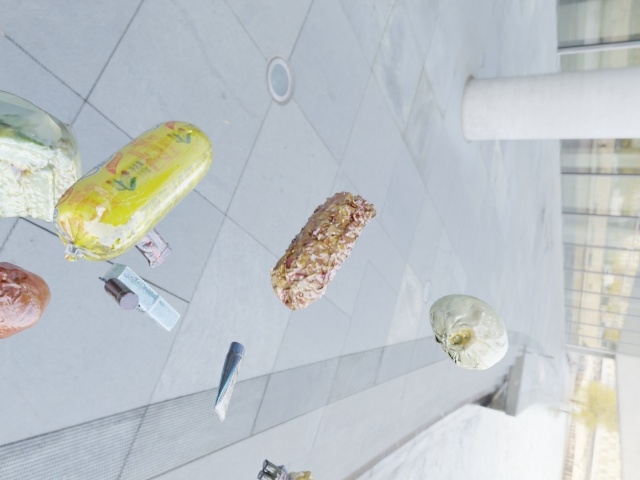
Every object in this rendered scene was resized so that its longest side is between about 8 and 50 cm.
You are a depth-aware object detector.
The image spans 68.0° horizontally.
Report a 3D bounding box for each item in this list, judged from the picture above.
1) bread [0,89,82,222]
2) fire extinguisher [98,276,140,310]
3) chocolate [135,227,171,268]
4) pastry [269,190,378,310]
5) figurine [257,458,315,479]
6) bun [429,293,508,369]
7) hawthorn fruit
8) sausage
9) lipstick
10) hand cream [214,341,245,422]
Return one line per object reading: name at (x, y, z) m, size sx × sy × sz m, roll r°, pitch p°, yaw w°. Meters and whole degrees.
bread at (-0.763, -0.218, 1.214) m, size 0.395 × 0.239 × 0.264 m, roll 7°, pitch 130°, yaw -50°
fire extinguisher at (-0.462, 0.118, 1.092) m, size 0.064 × 0.158 × 0.043 m, roll 40°, pitch 77°, yaw -39°
chocolate at (-0.458, 0.002, 1.266) m, size 0.086 × 0.028 × 0.183 m, roll -50°, pitch 145°, yaw -27°
pastry at (0.002, 0.000, 0.550) m, size 0.063 × 0.087 × 0.169 m, roll 49°, pitch 58°, yaw -28°
figurine at (-0.103, 0.741, 1.443) m, size 0.196 × 0.108 × 0.114 m, roll 33°, pitch 56°, yaw -15°
bun at (0.495, 0.326, 1.636) m, size 0.146 × 0.287 × 0.288 m, roll -32°, pitch 123°, yaw -40°
hawthorn fruit at (-0.857, 0.135, 1.249) m, size 0.207 × 0.207 × 0.243 m, roll -54°, pitch 133°, yaw -41°
sausage at (-0.282, -0.092, 0.755) m, size 0.347 × 0.123 × 0.123 m, roll -61°, pitch 143°, yaw -45°
lipstick at (-0.567, 0.182, 1.518) m, size 0.078 × 0.076 × 0.290 m, roll -58°, pitch 140°, yaw -27°
hand cream at (-0.335, 0.505, 1.720) m, size 0.120 × 0.061 × 0.271 m, roll 85°, pitch 13°, yaw -48°
